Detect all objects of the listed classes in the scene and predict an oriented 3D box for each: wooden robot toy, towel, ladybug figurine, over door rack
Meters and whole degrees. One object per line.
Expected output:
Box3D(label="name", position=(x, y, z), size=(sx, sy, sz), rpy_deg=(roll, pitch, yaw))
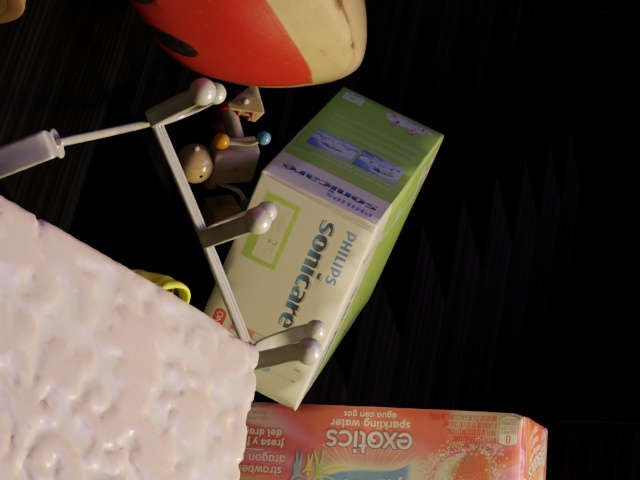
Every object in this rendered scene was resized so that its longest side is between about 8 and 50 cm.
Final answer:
Box3D(label="wooden robot toy", position=(-0.102, -0.074, 1.715), size=(0.173, 0.079, 0.076), rpy_deg=(108, -36, -49))
Box3D(label="towel", position=(-0.186, 0.151, 1.188), size=(0.317, 0.053, 0.331), rpy_deg=(32, 54, -35))
Box3D(label="ladybug figurine", position=(-0.096, -0.264, 1.422), size=(0.305, 0.162, 0.449), rpy_deg=(64, 2, 31))
Box3D(label="over door rack", position=(-0.101, 0.008, 1.448), size=(0.239, 0.108, 0.324), rpy_deg=(67, 23, -2))

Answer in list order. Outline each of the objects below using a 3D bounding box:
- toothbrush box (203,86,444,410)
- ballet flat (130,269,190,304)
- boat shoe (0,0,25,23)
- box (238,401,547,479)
Box3D(label="toothbrush box", position=(0.000, 0.000, 1.821), size=(0.206, 0.122, 0.283), rpy_deg=(-66, 175, 26))
Box3D(label="ballet flat", position=(-0.157, 0.106, 1.487), size=(0.231, 0.077, 0.077), rpy_deg=(-71, 158, -47))
Box3D(label="boat shoe", position=(-0.243, -0.230, 1.137), size=(0.285, 0.105, 0.089), rpy_deg=(80, 12, -67))
Box3D(label="box", position=(0.063, 0.238, 1.863), size=(0.154, 0.300, 0.142), rpy_deg=(37, 55, -71))
